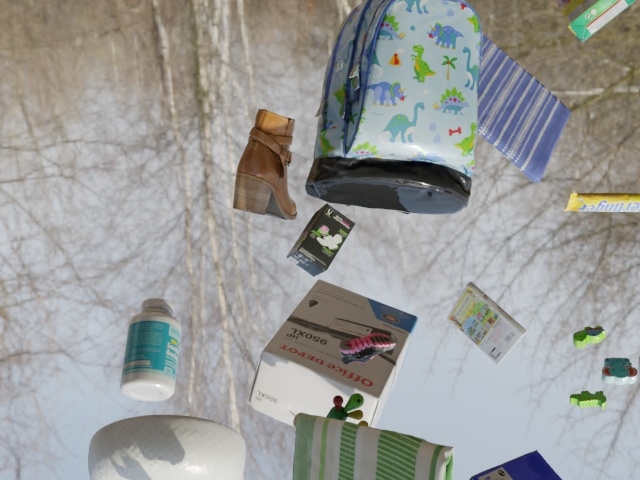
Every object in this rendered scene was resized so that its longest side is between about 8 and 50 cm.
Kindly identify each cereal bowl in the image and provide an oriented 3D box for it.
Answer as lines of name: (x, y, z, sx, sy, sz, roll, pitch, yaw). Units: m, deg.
cereal bowl: (-0.326, 0.499, 1.639, 0.338, 0.339, 0.141, -3, -127, 0)

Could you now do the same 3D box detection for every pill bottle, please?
pill bottle: (-0.461, 0.296, 2.125, 0.146, 0.146, 0.264, -1, -120, 3)

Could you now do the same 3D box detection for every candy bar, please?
candy bar: (0.445, -0.055, 1.142, 0.161, 0.040, 0.018, 2, -129, 7)

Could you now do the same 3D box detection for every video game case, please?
video game case: (0.473, 0.241, 2.227, 0.026, 0.227, 0.206, -39, -109, -25)

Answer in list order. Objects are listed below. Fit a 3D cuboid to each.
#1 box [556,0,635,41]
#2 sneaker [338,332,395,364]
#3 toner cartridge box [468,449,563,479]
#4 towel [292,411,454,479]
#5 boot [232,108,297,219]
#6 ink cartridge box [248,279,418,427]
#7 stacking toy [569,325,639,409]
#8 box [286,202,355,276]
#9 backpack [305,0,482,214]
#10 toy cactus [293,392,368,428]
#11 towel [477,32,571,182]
box: (0.436, -0.392, 1.240, 0.105, 0.043, 0.179, -38, -158, 28)
sneaker: (0.095, 0.226, 1.583, 0.119, 0.057, 0.047, -7, -154, -9)
toner cartridge box: (0.256, 0.506, 1.305, 0.165, 0.348, 0.075, -5, -137, -36)
towel: (0.066, 0.401, 1.155, 0.038, 0.248, 0.324, 9, 171, -38)
boot: (-0.103, -0.163, 1.697, 0.109, 0.220, 0.283, 14, -178, 23)
ink cartridge box: (0.042, 0.283, 1.847, 0.285, 0.166, 0.395, 20, -153, 11)
stacking toy: (0.505, 0.207, 1.208, 0.221, 0.167, 0.052, -3, -143, 14)
box: (0.000, 0.000, 1.089, 0.052, 0.083, 0.062, 36, 161, -9)
backpack: (0.138, -0.247, 1.298, 0.290, 0.356, 0.273, 9, 162, -14)
toy cactus: (0.011, 0.396, 1.529, 0.180, 0.219, 0.112, 19, -169, 42)
towel: (0.352, -0.290, 1.567, 0.243, 0.336, 0.040, -56, -172, -36)
